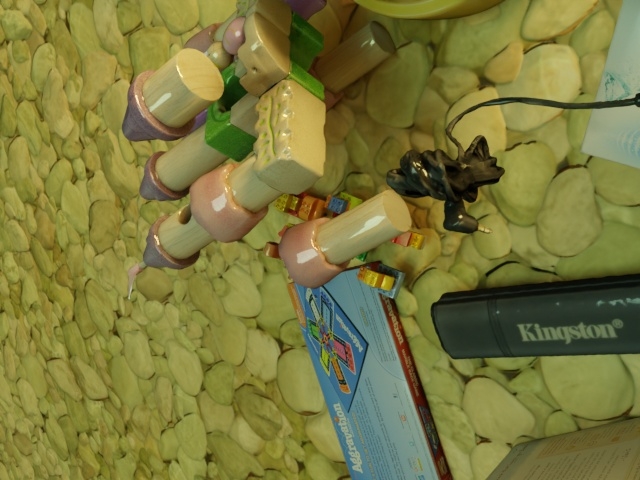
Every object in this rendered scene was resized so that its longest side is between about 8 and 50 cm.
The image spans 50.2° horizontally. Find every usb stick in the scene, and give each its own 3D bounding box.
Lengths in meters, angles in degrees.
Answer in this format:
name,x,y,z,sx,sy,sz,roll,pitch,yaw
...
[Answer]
name,x,y,z,sx,sy,sz,roll,pitch,yaw
usb stick,0.233,0.076,0.659,0.278,0.045,0.077,-11,99,42

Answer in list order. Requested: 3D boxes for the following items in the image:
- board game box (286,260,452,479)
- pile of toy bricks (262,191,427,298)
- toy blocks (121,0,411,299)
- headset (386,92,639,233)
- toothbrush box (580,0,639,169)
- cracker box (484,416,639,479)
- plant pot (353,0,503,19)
name,x,y,z,sx,sy,sz,roll,pitch,yaw
board game box,0.057,0.173,0.855,0.145,0.027,0.281,-15,94,41
pile of toy bricks,0.000,0.000,0.770,0.212,0.105,0.118,23,97,37
toy blocks,-0.111,-0.119,0.657,0.260,0.309,0.289,-27,50,37
headset,0.201,-0.155,0.346,0.394,0.185,0.243,-45,73,30
toothbrush box,0.328,-0.175,0.441,0.216,0.126,0.296,26,121,33
cracker box,0.253,0.228,0.619,0.232,0.155,0.067,-30,85,43
plant pot,0.052,-0.311,0.554,0.254,0.239,0.254,14,112,37
